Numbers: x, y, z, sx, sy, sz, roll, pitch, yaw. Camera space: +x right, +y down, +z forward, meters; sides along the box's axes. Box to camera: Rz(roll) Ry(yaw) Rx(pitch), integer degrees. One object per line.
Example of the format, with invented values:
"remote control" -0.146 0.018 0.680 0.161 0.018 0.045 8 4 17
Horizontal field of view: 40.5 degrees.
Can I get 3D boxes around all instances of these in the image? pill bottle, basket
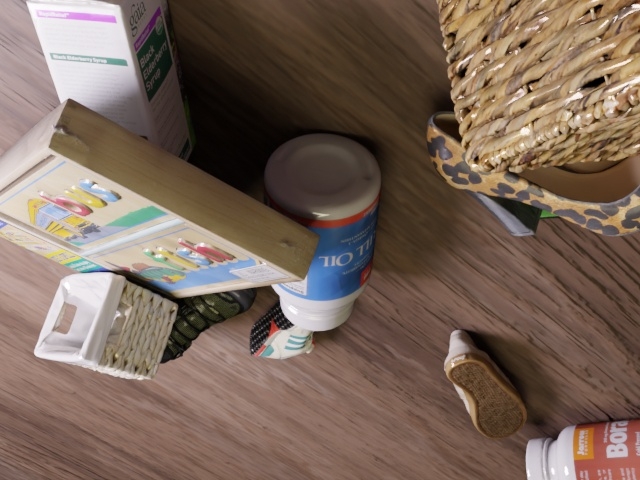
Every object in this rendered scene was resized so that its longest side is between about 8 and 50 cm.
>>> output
"pill bottle" 0.402 0.311 1.196 0.216 0.121 0.121 -12 132 27
"pill bottle" 0.000 0.000 0.969 0.124 0.124 0.221 9 140 7
"basket" -0.267 0.110 1.084 0.103 0.113 0.167 27 161 -32
"basket" 0.245 -0.182 0.612 0.223 0.213 0.299 -7 174 -18

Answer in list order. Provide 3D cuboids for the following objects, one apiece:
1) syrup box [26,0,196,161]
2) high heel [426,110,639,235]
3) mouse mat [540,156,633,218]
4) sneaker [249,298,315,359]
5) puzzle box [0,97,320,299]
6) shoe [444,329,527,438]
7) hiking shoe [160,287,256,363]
"syrup box" -0.200 -0.162 0.869 0.096 0.093 0.236 8 138 10
"high heel" 0.234 -0.084 0.814 0.261 0.093 0.186 -16 137 42
"mouse mat" 0.270 -0.081 0.888 0.190 0.007 0.152 -6 135 24
"sneaker" -0.029 0.116 1.168 0.075 0.057 0.161 18 140 -29
"puzzle box" -0.219 -0.018 0.934 0.272 0.052 0.409 29 159 -26
"shoe" 0.224 0.199 1.182 0.077 0.058 0.219 -25 132 11
"hiking shoe" -0.178 0.113 1.151 0.227 0.114 0.086 -21 129 35
